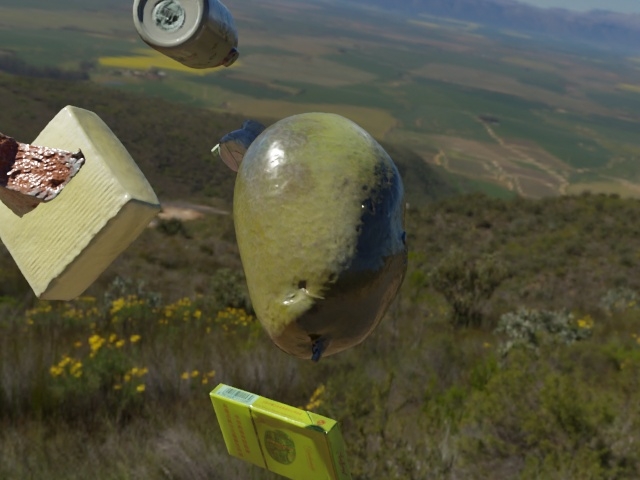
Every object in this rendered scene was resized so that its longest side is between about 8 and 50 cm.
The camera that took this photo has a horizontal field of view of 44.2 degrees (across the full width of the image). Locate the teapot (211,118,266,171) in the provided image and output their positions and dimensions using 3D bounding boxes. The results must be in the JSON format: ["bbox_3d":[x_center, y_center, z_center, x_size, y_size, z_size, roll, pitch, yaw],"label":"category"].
[{"bbox_3d":[-0.115,-0.138,1.138,0.083,0.064,0.064,4,42,34],"label":"teapot"}]

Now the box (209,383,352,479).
[{"bbox_3d":[-0.088,0.433,1.713,0.335,0.187,0.047,9,33,37],"label":"box"}]

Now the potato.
[{"bbox_3d":[0.000,0.000,0.759,0.174,0.159,0.251,6,63,-12],"label":"potato"}]

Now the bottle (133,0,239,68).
[{"bbox_3d":[-0.184,-0.310,1.154,0.110,0.110,0.233,12,4,7],"label":"bottle"}]

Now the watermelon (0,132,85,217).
[{"bbox_3d":[-0.420,-0.087,1.186,0.158,0.098,0.121,10,-21,7],"label":"watermelon"}]

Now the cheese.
[{"bbox_3d":[-0.444,-0.064,1.405,0.242,0.265,0.124,52,19,13],"label":"cheese"}]
